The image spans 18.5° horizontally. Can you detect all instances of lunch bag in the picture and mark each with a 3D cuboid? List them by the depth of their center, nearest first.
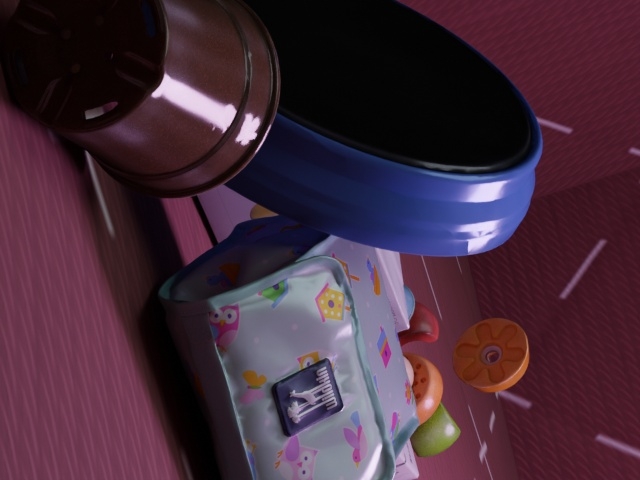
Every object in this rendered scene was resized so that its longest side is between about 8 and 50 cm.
[{"bbox_3d":[-0.027,0.108,1.604,0.262,0.160,0.223,-46,123,-67],"label":"lunch bag"}]

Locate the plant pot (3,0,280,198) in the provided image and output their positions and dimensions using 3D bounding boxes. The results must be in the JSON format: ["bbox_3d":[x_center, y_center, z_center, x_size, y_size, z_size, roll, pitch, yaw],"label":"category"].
[{"bbox_3d":[-0.134,-0.125,1.402,0.165,0.167,0.167,23,50,-69],"label":"plant pot"}]

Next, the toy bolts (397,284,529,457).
[{"bbox_3d":[0.126,0.117,2.474,0.228,0.218,0.158,56,2,41],"label":"toy bolts"}]

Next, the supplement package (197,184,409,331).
[{"bbox_3d":[-0.026,-0.046,1.929,0.204,0.145,0.262,-94,164,-59],"label":"supplement package"}]

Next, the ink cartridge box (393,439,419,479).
[{"bbox_3d":[0.065,0.222,2.274,0.135,0.056,0.099,55,19,-65],"label":"ink cartridge box"}]

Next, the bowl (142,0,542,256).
[{"bbox_3d":[0.015,-0.131,1.711,0.391,0.391,0.077,-92,-156,-60],"label":"bowl"}]
